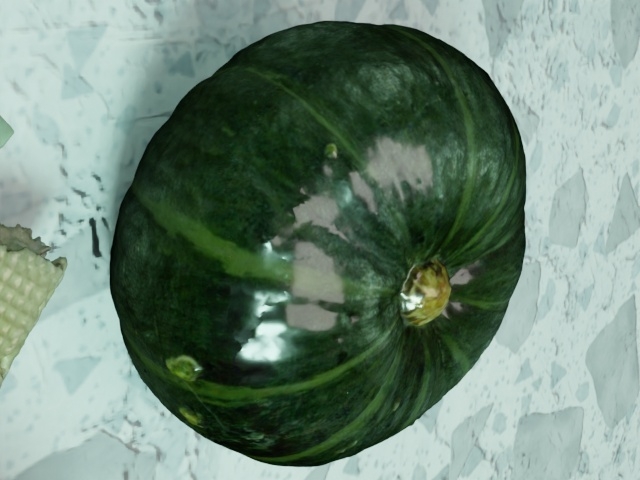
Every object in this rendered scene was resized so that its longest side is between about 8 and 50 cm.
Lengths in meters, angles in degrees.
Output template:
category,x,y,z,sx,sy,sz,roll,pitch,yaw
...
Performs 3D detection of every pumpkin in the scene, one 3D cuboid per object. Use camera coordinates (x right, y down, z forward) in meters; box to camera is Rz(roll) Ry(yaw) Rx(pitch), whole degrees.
category,x,y,z,sx,sy,sz,roll,pitch,yaw
pumpkin,0.000,0.000,0.766,0.300,0.207,0.300,-32,138,-34

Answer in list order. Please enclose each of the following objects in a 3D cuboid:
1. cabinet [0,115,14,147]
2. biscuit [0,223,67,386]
category,x,y,z,sx,sy,sz,roll,pitch,yaw
cabinet,-0.271,-0.023,0.477,0.206,0.145,0.150,-57,138,-20
biscuit,-0.231,0.077,0.621,0.108,0.062,0.239,42,68,-47
